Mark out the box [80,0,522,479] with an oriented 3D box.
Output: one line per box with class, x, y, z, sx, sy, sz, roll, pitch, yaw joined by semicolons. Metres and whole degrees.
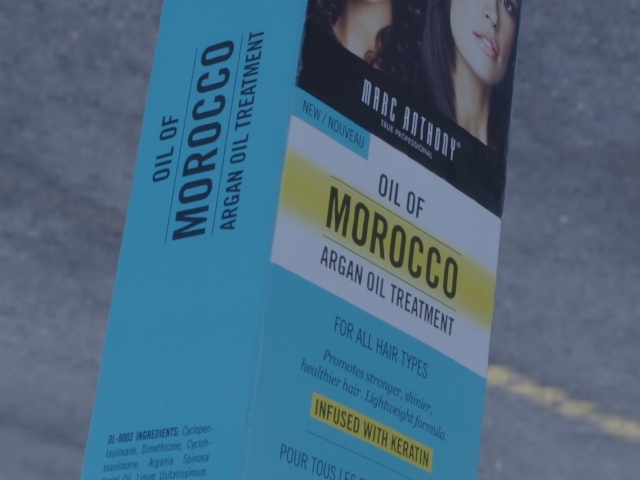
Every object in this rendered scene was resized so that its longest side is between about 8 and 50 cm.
box;0.000;0.000;0.544;0.060;0.244;0.100;-11;152;39
